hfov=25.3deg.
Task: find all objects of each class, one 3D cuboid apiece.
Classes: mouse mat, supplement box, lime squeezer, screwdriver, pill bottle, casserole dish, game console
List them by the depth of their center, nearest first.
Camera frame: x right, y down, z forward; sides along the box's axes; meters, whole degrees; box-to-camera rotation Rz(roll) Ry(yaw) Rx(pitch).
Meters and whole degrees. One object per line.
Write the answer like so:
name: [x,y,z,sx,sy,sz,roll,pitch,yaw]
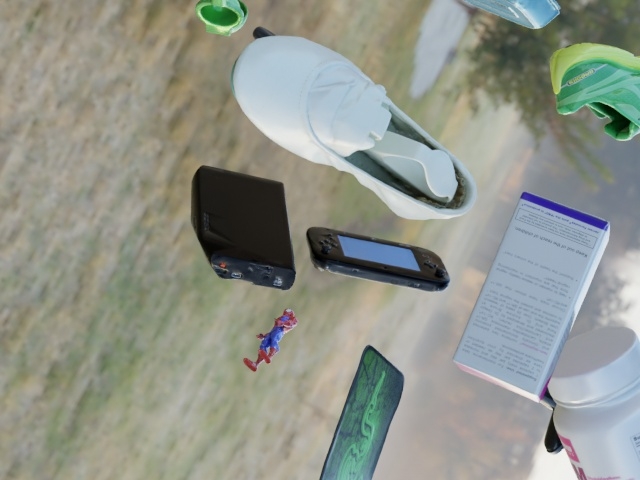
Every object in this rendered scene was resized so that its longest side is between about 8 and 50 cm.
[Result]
mouse mat: [0.042,0.215,1.523,0.190,0.007,0.152,-69,156,-12]
lime squeezer: [-0.105,-0.291,1.669,0.110,0.058,0.310,-61,-176,12]
supplement box: [0.252,0.070,1.698,0.111,0.113,0.220,49,63,-75]
casserole dish: [0.225,-0.324,1.852,0.114,0.188,0.037,31,89,-54]
screwdriver: [-0.032,-0.242,1.902,0.024,0.170,0.025,-13,128,-45]
pill bottle: [0.408,0.269,1.909,0.160,0.283,0.160,-23,-166,6]
game console: [0.000,0.000,1.937,0.213,0.361,0.044,-100,-153,-54]

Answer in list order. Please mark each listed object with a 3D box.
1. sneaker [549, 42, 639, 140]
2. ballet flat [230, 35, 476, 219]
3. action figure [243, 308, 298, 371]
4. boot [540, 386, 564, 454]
sneaker: [0.451,-0.198,2.017,0.109,0.295,0.124,-179,-83,-71]
ballet flat: [0.062,-0.132,1.740,0.400,0.139,0.139,33,82,-44]
action figure: [-0.052,0.106,1.611,0.038,0.030,0.115,-38,-174,30]
boot: [0.353,0.252,2.172,0.121,0.099,0.045,-55,-161,-11]
